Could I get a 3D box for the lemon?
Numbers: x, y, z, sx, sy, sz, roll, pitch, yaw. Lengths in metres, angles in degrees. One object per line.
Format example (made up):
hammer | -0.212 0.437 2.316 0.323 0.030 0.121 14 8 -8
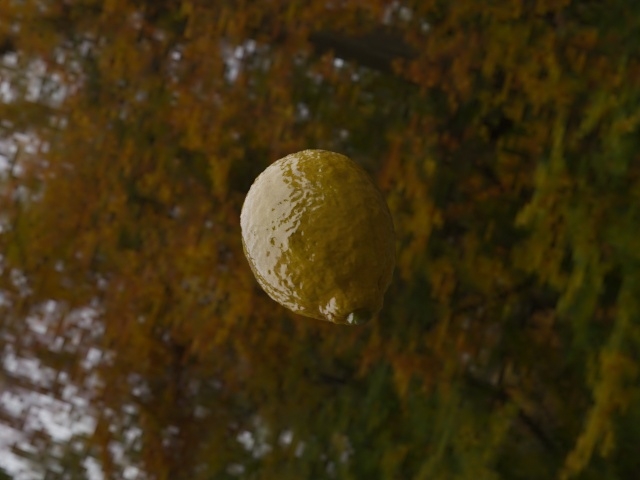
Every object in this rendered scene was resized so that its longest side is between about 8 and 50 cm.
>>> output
lemon | 0.000 0.000 1.463 0.142 0.142 0.187 81 166 -59
